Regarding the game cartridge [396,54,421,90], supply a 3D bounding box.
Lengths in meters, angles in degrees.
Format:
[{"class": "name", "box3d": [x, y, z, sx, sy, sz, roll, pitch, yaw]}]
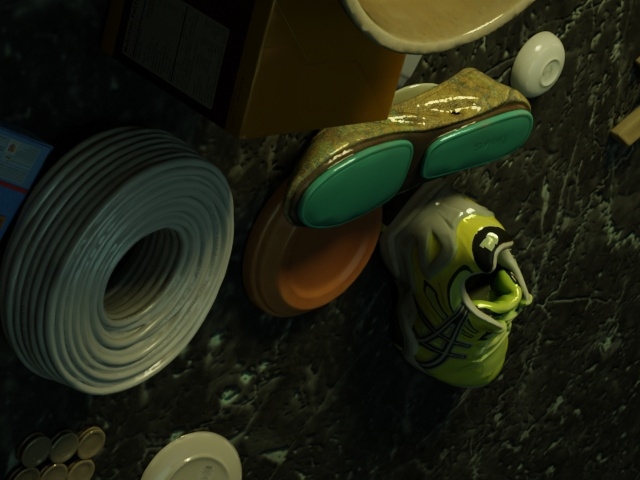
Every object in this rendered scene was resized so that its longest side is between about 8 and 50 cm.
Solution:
[{"class": "game cartridge", "box3d": [0.078, -0.299, 1.748, 0.196, 0.060, 0.294, 14, 106, -50]}]

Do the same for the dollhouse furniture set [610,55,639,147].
[{"class": "dollhouse furniture set", "box3d": [0.413, -0.188, 2.282, 0.114, 0.091, 0.081, -43, -168, 20]}]

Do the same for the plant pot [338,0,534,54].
[{"class": "plant pot", "box3d": [0.039, -0.367, 1.405, 0.334, 0.305, 0.334, -31, 143, -27]}]

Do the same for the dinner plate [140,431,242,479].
[{"class": "dinner plate", "box3d": [-0.143, 0.281, 1.954, 0.141, 0.017, 0.141, -15, 115, -35]}]

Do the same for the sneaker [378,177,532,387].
[{"class": "sneaker", "box3d": [0.173, 0.082, 2.089, 0.145, 0.147, 0.384, -48, 147, -15]}]

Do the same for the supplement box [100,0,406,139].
[{"class": "supplement box", "box3d": [-0.053, -0.195, 1.545, 0.191, 0.194, 0.129, -12, 126, -46]}]

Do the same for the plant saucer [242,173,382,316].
[{"class": "plant saucer", "box3d": [0.000, 0.000, 1.910, 0.200, 0.037, 0.200, -30, 138, -32]}]

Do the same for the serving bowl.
[{"class": "serving bowl", "box3d": [0.261, -0.203, 2.067, 0.083, 0.027, 0.083, -30, 138, -31]}]

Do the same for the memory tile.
[{"class": "memory tile", "box3d": [-0.282, 0.257, 1.800, 0.113, 0.012, 0.148, -3, 120, -49]}]

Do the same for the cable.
[{"class": "cable", "box3d": [-0.188, 0.021, 1.634, 0.257, 0.089, 0.257, -61, 152, 4]}]

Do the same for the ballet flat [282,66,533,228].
[{"class": "ballet flat", "box3d": [0.072, -0.105, 1.846, 0.348, 0.123, 0.123, -21, 133, -35]}]

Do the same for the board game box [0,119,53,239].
[{"class": "board game box", "box3d": [-0.338, -0.015, 1.486, 0.160, 0.039, 0.211, 23, 98, -56]}]
